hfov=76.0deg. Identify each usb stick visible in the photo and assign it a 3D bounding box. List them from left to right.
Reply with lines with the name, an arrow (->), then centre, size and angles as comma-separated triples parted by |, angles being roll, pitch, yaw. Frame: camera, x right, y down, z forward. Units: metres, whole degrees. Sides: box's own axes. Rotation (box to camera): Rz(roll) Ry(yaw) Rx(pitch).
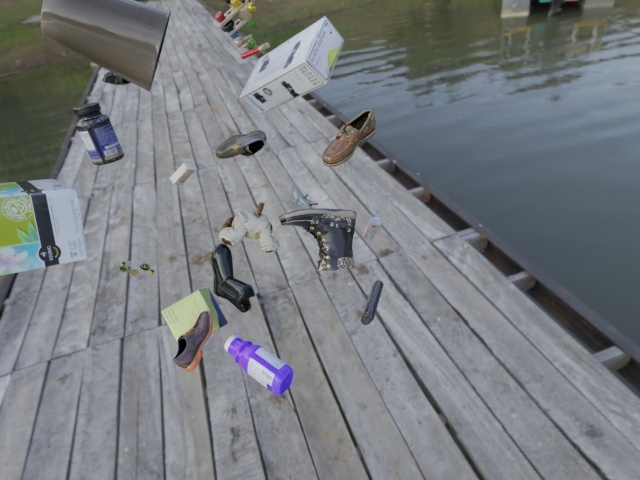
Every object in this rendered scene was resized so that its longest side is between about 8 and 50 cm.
usb stick -> 0.228, 0.266, 1.785 | 0.045, 0.077, 0.278 | 30, 30, 2

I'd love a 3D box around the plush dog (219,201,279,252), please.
plush dog -> -0.308, -0.072, 1.802 | 0.262, 0.211, 0.225 | 11, 4, -21

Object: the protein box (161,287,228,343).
protein box -> -0.575, 0.355, 1.884 | 0.201, 0.200, 0.136 | -30, -4, 2

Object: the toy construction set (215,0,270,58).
toy construction set -> -0.290, -0.951, 1.700 | 0.237, 0.309, 0.257 | -13, 34, 19

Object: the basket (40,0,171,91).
basket -> -0.477, -0.471, 0.920 | 0.226, 0.204, 0.154 | 16, 51, -26

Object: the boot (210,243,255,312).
boot -> -0.353, 0.154, 1.680 | 0.207, 0.247, 0.094 | 20, 23, 37

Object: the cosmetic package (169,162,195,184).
cosmetic package -> -0.662, -0.319, 1.968 | 0.041, 0.115, 0.060 | 55, 22, 10

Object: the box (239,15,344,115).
box -> -0.085, -0.477, 1.146 | 0.290, 0.087, 0.169 | -8, 56, 45

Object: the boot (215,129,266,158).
boot -> -0.315, -0.373, 1.624 | 0.219, 0.082, 0.106 | -24, 30, -2

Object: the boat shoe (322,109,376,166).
boat shoe -> 0.109, -0.421, 1.654 | 0.110, 0.104, 0.307 | 29, 61, 26

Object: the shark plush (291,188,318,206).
shark plush -> -0.085, -0.215, 2.133 | 0.073, 0.067, 0.161 | 2, 20, -42

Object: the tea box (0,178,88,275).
tea box -> -0.915, -0.046, 1.204 | 0.323, 0.220, 0.329 | -15, 21, -39

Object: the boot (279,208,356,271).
boot -> 0.000, 0.000, 1.887 | 0.377, 0.284, 0.138 | -1, -3, -26

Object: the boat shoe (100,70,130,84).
boat shoe -> -0.850, -0.677, 1.710 | 0.049, 0.056, 0.152 | 38, 28, -4

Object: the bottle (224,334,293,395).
bottle -> -0.232, 0.449, 1.511 | 0.283, 0.118, 0.092 | 27, 36, 25

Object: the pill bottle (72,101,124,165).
pill bottle -> -0.864, -0.414, 1.590 | 0.122, 0.219, 0.123 | -8, 29, 4

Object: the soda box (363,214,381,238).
soda box -> 0.289, -0.074, 2.306 | 0.058, 0.183, 0.063 | 7, 65, -7

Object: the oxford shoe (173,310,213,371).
oxford shoe -> -0.519, 0.393, 1.681 | 0.097, 0.098, 0.271 | -30, 34, 30

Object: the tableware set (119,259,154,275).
tableware set -> -0.858, 0.129, 1.917 | 0.154, 0.024, 0.104 | 17, 26, -29
